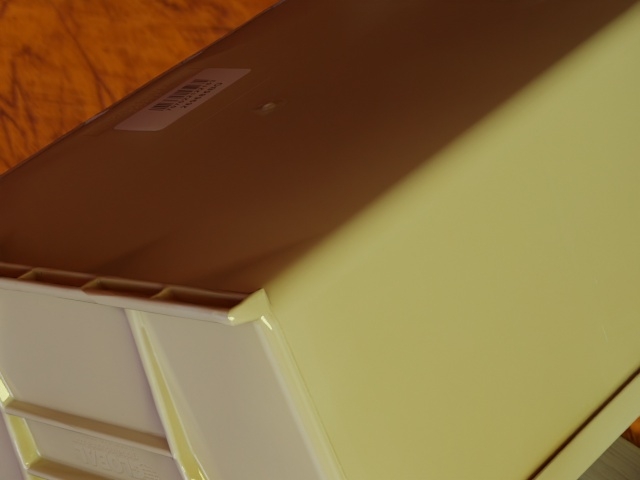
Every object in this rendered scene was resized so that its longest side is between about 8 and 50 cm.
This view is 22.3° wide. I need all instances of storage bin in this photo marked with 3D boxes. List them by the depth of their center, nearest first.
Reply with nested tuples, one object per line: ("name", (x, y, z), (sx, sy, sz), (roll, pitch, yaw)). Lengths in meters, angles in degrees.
("storage bin", (0.000, 0.000, 0.610), (0.260, 0.262, 0.123), (5, 124, 48))

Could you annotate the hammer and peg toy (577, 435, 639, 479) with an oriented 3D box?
("hammer and peg toy", (0.005, 0.156, 0.760), (0.361, 0.266, 0.127), (33, 161, 25))
